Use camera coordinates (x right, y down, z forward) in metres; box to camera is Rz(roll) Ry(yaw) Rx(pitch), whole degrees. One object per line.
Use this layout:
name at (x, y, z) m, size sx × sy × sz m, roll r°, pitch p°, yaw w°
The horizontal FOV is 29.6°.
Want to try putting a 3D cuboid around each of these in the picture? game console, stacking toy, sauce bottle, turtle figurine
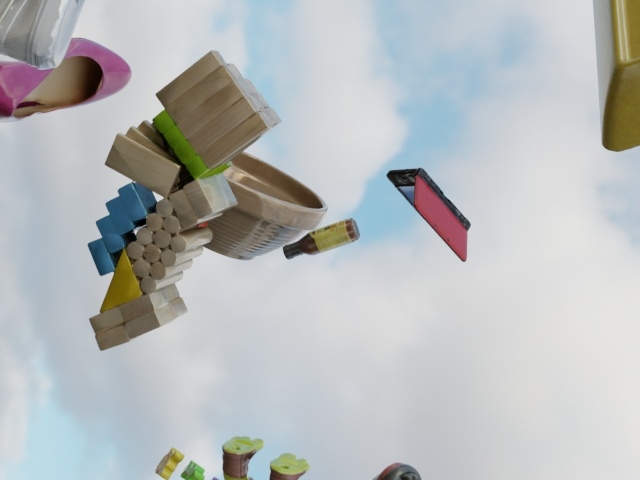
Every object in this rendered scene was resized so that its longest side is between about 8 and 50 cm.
game console at (0.167, -0.039, 1.917) m, size 0.124 × 0.085 × 0.144 m, roll 0°, pitch -39°, yaw 52°
stacking toy at (-0.150, 0.383, 1.786) m, size 0.052 × 0.167 × 0.221 m, roll -55°, pitch -167°, yaw -13°
sauce bottle at (0.000, 0.000, 1.978) m, size 0.042 × 0.128 × 0.042 m, roll -19°, pitch 90°, yaw -76°
turtle figurine at (-0.088, 0.344, 1.412) m, size 0.270 × 0.087 × 0.217 m, roll 20°, pitch -71°, yaw 47°

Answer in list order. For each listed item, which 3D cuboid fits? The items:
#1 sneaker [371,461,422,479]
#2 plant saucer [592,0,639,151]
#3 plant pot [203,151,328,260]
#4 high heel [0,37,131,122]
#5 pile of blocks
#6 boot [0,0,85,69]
sneaker at (0.059, 0.409, 1.775) m, size 0.135 × 0.098 × 0.276 m, roll 53°, pitch -46°, yaw 39°
plant saucer at (0.461, -0.291, 1.405) m, size 0.333 × 0.081 × 0.332 m, roll -19°, pitch -135°, yaw 28°
plant pot at (-0.117, -0.047, 1.588) m, size 0.237 × 0.237 × 0.109 m, roll 42°, pitch -70°, yaw 52°
high heel at (-0.410, -0.235, 1.931) m, size 0.181 × 0.377 × 0.127 m, roll 34°, pitch -61°, yaw 30°
pile of blocks at (-0.170, -0.046, 1.387) m, size 0.149 × 0.113 × 0.362 m, roll 31°, pitch -76°, yaw 9°
boot at (-0.299, -0.312, 1.284) m, size 0.095 × 0.123 × 0.258 m, roll 110°, pitch -2°, yaw -70°
